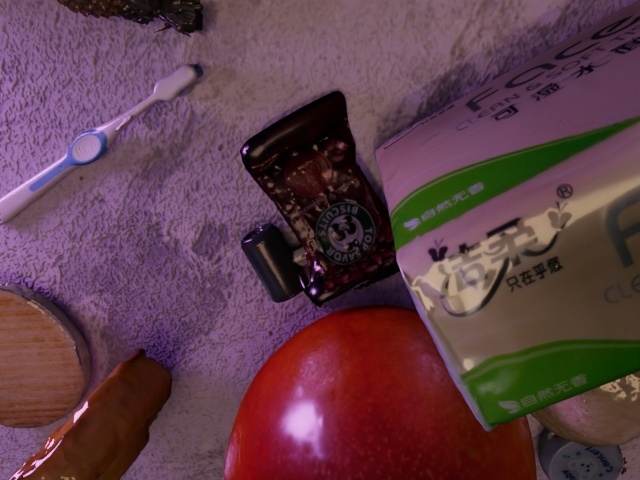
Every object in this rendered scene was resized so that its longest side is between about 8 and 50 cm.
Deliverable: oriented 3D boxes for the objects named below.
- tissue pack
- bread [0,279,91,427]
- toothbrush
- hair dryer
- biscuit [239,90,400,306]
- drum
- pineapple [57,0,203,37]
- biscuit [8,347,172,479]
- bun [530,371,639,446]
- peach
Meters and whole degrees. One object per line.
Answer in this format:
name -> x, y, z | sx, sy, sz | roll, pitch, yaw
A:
tissue pack -> 0.267, -0.067, 0.470 | 0.405, 0.332, 0.205 | -27, 109, 14
bread -> -0.483, 0.178, 0.790 | 0.267, 0.040, 0.267 | 1, 112, 3
toothbrush -> -0.307, -0.115, 0.656 | 0.386, 0.040, 0.040 | -30, 107, 16
hair dryer -> 0.000, 0.000, 0.679 | 0.197, 0.057, 0.100 | -25, 108, 5
biscuit -> 0.009, -0.045, 0.624 | 0.151, 0.063, 0.235 | -27, 94, -6
drum -> 0.454, 0.299, 0.759 | 0.253, 0.049, 0.130 | -27, 106, 11
pineapple -> -0.210, -0.272, 0.569 | 0.159, 0.074, 0.074 | 14, 113, -6
biscuit -> -0.307, 0.289, 0.685 | 0.102, 0.296, 0.296 | 36, 111, -2
bun -> 0.307, 0.092, 0.581 | 0.152, 0.259, 0.259 | 40, 110, 1
peach -> 0.070, 0.271, 0.609 | 0.388, 0.388, 0.388 | 2, 113, 4
